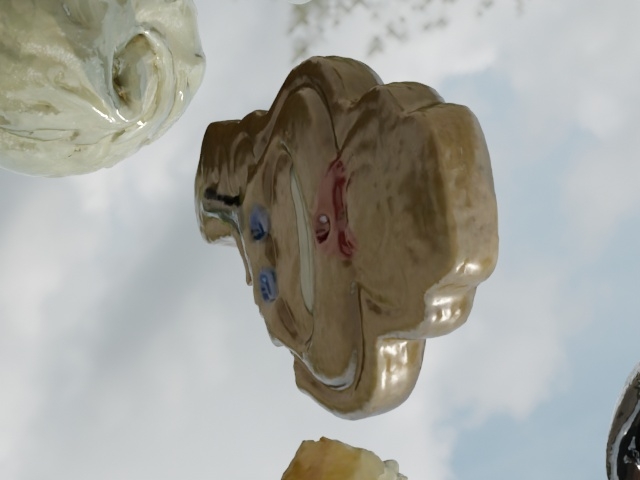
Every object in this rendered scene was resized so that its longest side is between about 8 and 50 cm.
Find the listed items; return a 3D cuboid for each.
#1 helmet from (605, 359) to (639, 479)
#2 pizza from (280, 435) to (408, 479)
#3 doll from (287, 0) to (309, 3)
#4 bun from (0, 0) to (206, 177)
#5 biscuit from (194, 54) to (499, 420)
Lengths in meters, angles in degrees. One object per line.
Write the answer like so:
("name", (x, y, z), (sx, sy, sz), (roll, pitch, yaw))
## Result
("helmet", (0.325, 0.124, 1.319), (0.253, 0.198, 0.154), (-52, -178, 30))
("pizza", (0.052, 0.158, 0.552), (0.034, 0.262, 0.181), (-7, -103, 29))
("doll", (-0.043, -0.228, 1.262), (0.162, 0.062, 0.106), (33, -69, 28))
("bun", (-0.151, -0.110, 1.157), (0.183, 0.183, 0.102), (-49, -138, -1))
("biscuit", (-0.002, -0.009, 0.971), (0.320, 0.047, 0.183), (-147, -120, -61))
